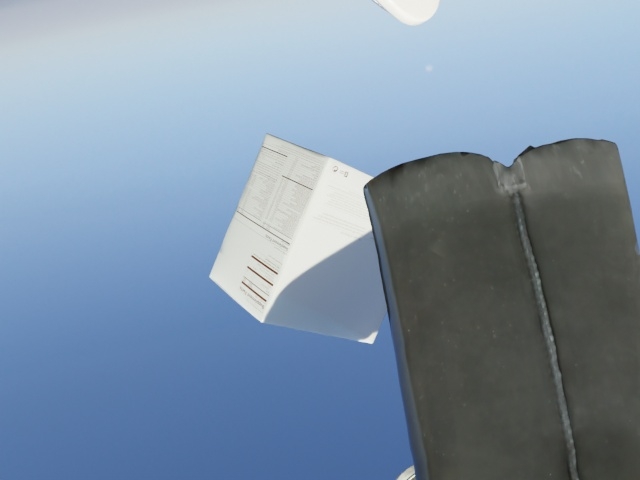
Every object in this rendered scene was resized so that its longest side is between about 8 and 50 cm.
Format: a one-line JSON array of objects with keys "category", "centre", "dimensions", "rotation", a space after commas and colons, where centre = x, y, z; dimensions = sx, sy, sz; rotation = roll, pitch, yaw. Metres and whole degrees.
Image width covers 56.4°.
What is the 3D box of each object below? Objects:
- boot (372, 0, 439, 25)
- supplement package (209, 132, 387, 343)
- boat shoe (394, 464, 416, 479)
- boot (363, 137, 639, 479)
[{"category": "boot", "centre": [0.027, -0.269, 0.540], "dimensions": [0.069, 0.190, 0.086], "rotation": [-43, -166, -16]}, {"category": "supplement package", "centre": [0.000, 0.000, 0.775], "dimensions": [0.194, 0.203, 0.149], "rotation": [18, -173, -40]}, {"category": "boat shoe", "centre": [0.226, 0.479, 1.192], "dimensions": [0.219, 0.078, 0.070], "rotation": [-40, -142, 5]}, {"category": "boot", "centre": [0.077, 0.148, 0.433], "dimensions": [0.366, 0.446, 0.146], "rotation": [-1, 165, -7]}]
